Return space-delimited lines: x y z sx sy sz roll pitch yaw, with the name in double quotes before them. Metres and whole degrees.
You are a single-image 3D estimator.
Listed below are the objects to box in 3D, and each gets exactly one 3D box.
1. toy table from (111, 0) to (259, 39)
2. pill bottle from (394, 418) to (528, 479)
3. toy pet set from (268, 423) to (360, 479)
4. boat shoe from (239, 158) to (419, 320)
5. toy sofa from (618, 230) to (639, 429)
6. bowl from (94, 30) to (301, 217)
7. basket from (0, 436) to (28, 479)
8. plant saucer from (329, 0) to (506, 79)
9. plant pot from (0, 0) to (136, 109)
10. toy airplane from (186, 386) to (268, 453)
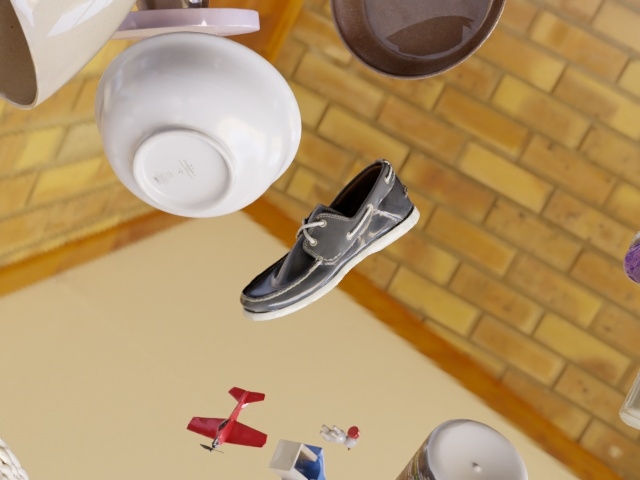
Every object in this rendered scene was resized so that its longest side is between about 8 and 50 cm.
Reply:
"toy table" -0.220 -0.385 2.015 0.252 0.160 0.274 -2 -174 38
"pill bottle" 0.135 0.328 1.609 0.131 0.245 0.130 15 -135 -15
"toy pet set" -0.002 0.279 1.593 0.114 0.122 0.065 4 149 40
"boat shoe" 0.000 0.000 1.428 0.233 0.079 0.084 -38 -150 -24
"toy sofa" 0.346 0.022 0.981 0.177 0.362 0.150 33 -125 0
"bowl" -0.181 -0.134 1.899 0.298 0.298 0.134 23 -142 -13
"basket" -0.416 0.395 1.375 0.328 0.331 0.266 -15 -126 -3
"plant saucer" 0.105 -0.259 1.389 0.199 0.198 0.036 36 -168 25
"plant pot" -0.228 -0.273 1.077 0.191 0.284 0.284 -35 -127 -20
"toy airplane" -0.140 0.289 2.204 0.151 0.028 0.151 -8 -144 6
